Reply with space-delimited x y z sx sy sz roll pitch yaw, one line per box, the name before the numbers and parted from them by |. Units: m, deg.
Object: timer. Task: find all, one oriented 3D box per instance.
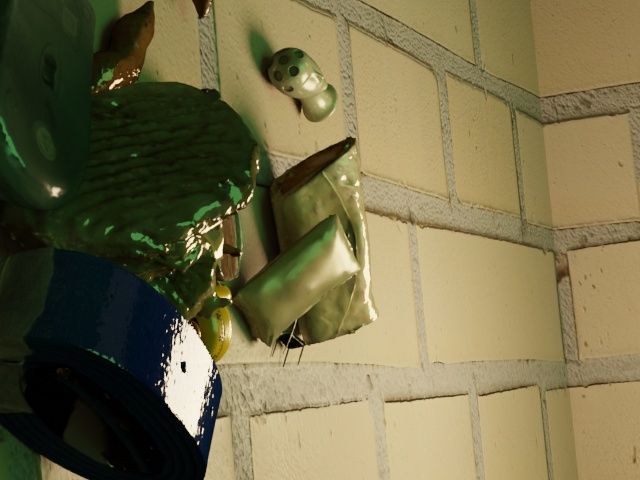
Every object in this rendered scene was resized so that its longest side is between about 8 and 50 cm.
timer | -0.156 0.107 1.828 0.109 0.107 0.107 -9 92 -54

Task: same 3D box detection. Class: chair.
chair | -0.044 0.145 2.153 0.042 0.037 0.086 41 49 -39

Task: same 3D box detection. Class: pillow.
pillow | -0.034 0.059 2.085 0.208 0.053 0.119 -41 135 -20

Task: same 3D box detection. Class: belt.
belt | -0.232 0.147 1.530 0.347 0.213 0.117 59 34 -49

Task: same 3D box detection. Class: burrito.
burrito | 0.004 -0.001 2.195 0.105 0.143 0.299 -131 -148 -76

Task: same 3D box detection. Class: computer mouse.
computer mouse | -0.327 -0.187 1.529 0.188 0.122 0.370 54 30 -48

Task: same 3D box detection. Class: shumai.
shumai | -0.229 -0.009 1.674 0.314 0.267 0.262 -27 142 -36

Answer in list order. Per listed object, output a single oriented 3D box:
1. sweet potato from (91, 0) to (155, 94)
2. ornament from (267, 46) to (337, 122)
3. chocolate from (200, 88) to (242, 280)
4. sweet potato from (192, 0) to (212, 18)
sweet potato | -0.245 -0.234 1.804 0.065 0.051 0.218 65 30 -30
ornament | -0.026 -0.248 2.261 0.156 0.081 0.074 46 53 -60
chocolate | -0.165 -0.070 1.901 0.157 0.080 0.253 -13 97 -80
sweet potato | -0.184 -0.436 1.998 0.057 0.057 0.264 -9 90 -66
